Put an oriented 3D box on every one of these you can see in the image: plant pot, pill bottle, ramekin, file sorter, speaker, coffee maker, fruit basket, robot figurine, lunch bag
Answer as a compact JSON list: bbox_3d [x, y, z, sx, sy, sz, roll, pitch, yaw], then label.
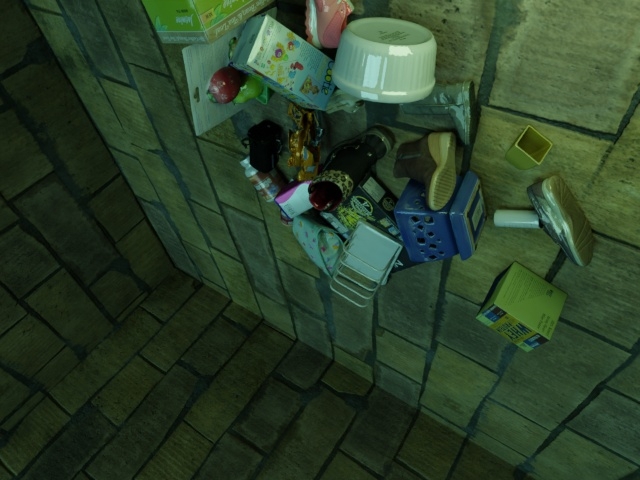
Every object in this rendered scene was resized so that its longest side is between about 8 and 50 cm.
[{"bbox_3d":[0.536,-0.234,1.178,0.081,0.081,0.083,40,161,0],"label":"plant pot"},{"bbox_3d":[-0.251,-0.284,1.955,0.121,0.121,0.216,-8,126,53],"label":"pill bottle"},{"bbox_3d":[0.163,-0.461,1.120,0.272,0.273,0.127,26,136,23],"label":"ramekin"},{"bbox_3d":[0.389,-0.080,1.406,0.212,0.236,0.236,4,137,36],"label":"plant pot"},{"bbox_3d":[0.167,0.098,1.731,0.192,0.173,0.278,31,143,12],"label":"file sorter"},{"bbox_3d":[0.599,-0.065,1.353,0.136,0.055,0.055,5,136,46],"label":"speaker"},{"bbox_3d":[-0.241,-0.365,1.787,0.120,0.171,0.178,56,157,29],"label":"coffee maker"},{"bbox_3d":[-0.279,-0.536,1.419,0.165,0.353,0.327,46,154,20],"label":"fruit basket"},{"bbox_3d":[-0.058,-0.363,1.571,0.211,0.084,0.291,-126,30,-43],"label":"robot figurine"},{"bbox_3d":[-0.144,-0.142,2.063,0.086,0.086,0.152,30,148,17],"label":"pill bottle"},{"bbox_3d":[0.000,0.000,1.966,0.223,0.160,0.262,39,163,52],"label":"lunch bag"}]

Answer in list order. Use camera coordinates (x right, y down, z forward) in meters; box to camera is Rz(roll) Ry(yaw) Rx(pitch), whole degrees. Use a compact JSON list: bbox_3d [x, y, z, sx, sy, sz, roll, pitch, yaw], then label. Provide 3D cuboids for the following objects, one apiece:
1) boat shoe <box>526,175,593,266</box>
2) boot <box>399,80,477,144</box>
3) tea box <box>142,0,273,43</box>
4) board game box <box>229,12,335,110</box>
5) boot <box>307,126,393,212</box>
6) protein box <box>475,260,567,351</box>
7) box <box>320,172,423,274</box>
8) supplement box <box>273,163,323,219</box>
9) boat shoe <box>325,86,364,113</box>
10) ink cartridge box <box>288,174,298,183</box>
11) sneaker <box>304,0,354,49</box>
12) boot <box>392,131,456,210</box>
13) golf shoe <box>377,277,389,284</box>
[{"bbox_3d":[0.672,-0.050,1.254,0.285,0.103,0.092,54,153,-16],"label":"boat shoe"},{"bbox_3d":[0.324,-0.360,1.249,0.208,0.076,0.190,7,123,34],"label":"boot"},{"bbox_3d":[-0.318,-0.751,1.190,0.219,0.329,0.324,18,145,32],"label":"tea box"},{"bbox_3d":[-0.098,-0.508,1.302,0.275,0.145,0.142,21,-174,-35],"label":"board game box"},{"bbox_3d":[0.057,-0.217,1.530,0.138,0.284,0.377,49,150,-15],"label":"boot"},{"bbox_3d":[0.676,0.223,1.510,0.201,0.200,0.136,34,150,10],"label":"protein box"},{"bbox_3d":[0.225,-0.049,1.760,0.395,0.097,0.318,44,152,-10],"label":"box"},{"bbox_3d":[-0.061,-0.194,1.797,0.220,0.114,0.111,-25,113,33],"label":"supplement box"},{"bbox_3d":[0.095,-0.447,1.366,0.302,0.109,0.098,8,143,51],"label":"boat shoe"},{"bbox_3d":[-0.103,-0.199,1.925,0.099,0.056,0.135,39,128,3],"label":"ink cartridge box"},{"bbox_3d":[0.026,-0.654,1.182,0.136,0.116,0.314,16,151,18],"label":"sneaker"},{"bbox_3d":[0.303,-0.200,1.345,0.090,0.249,0.206,21,165,-33],"label":"boot"},{"bbox_3d":[0.207,0.115,1.983,0.105,0.120,0.273,-3,131,48],"label":"golf shoe"}]
